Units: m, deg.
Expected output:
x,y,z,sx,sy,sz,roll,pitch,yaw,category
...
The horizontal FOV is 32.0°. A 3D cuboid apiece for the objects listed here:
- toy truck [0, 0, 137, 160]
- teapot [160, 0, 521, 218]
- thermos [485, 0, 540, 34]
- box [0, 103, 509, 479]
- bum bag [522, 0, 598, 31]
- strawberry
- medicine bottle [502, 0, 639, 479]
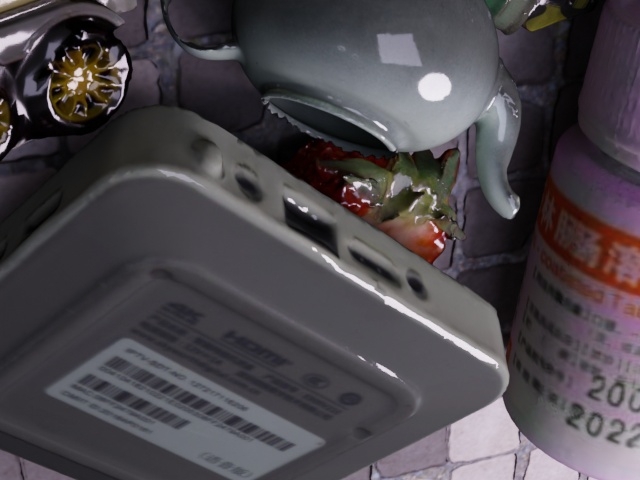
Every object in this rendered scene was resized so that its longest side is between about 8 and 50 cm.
x,y,z,sx,sy,sz,roll,pitch,yaw,category
-0.297,-0.136,0.605,0.405,0.180,0.254,-28,134,-31,toy truck
0.026,-0.131,0.783,0.294,0.193,0.129,23,83,-7,teapot
0.072,-0.221,0.798,0.188,0.073,0.083,23,151,-10,thermos
-0.095,0.093,0.859,0.367,0.090,0.373,30,132,-32,box
0.187,-0.270,0.842,0.107,0.060,0.232,8,115,-14,bum bag
0.009,0.006,0.925,0.174,0.098,0.228,5,135,-32,strawberry
0.293,-0.001,0.944,0.219,0.219,0.388,-3,121,-18,medicine bottle
